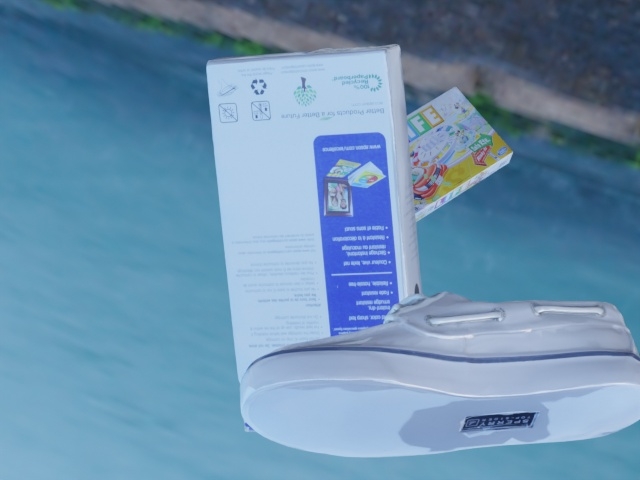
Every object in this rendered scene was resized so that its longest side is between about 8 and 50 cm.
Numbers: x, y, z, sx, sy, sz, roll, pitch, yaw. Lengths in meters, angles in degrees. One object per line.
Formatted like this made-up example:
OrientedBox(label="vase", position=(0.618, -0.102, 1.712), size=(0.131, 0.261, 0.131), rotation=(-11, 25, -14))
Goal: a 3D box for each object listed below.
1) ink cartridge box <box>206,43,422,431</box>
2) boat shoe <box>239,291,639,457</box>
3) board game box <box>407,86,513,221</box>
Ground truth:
OrientedBox(label="ink cartridge box", position=(0.000, 0.000, 1.498), size=(0.165, 0.332, 0.065), rotation=(-2, -171, 15))
OrientedBox(label="boat shoe", position=(0.073, 0.075, 1.043), size=(0.258, 0.084, 0.095), rotation=(3, 143, -20))
OrientedBox(label="board game box", position=(0.120, -0.092, 1.889), size=(0.103, 0.154, 0.026), rotation=(50, 158, 18))
